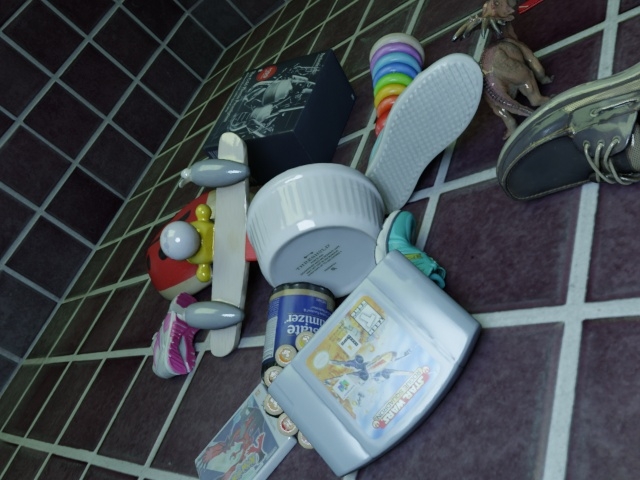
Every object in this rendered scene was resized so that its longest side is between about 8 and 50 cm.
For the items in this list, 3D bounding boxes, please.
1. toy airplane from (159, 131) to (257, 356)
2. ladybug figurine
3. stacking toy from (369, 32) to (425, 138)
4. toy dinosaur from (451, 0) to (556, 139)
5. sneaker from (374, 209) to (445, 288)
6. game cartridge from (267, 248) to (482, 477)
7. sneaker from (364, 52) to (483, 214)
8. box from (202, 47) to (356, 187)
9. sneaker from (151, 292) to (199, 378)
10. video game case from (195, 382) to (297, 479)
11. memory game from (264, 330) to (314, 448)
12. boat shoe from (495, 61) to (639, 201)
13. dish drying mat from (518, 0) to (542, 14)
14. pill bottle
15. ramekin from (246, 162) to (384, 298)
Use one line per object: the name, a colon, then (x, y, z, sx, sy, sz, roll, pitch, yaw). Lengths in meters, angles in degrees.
toy airplane: (-0.222, 0.010, 1.309, 0.384, 0.272, 0.386, -51, 56, 29)
ladybug figurine: (-0.351, 0.000, 1.666, 0.449, 0.162, 0.305, -36, 31, 23)
stacking toy: (0.180, -0.345, 1.390, 0.141, 0.141, 0.331, -26, 43, 37)
toy dinosaur: (0.324, -0.318, 1.054, 0.127, 0.200, 0.296, -26, 36, 36)
sneaker: (0.155, 0.061, 0.972, 0.109, 0.107, 0.276, -14, 46, 21)
game cartridge: (0.080, 0.183, 0.843, 0.297, 0.062, 0.198, -49, 59, 4)
sneaker: (0.180, -0.222, 1.119, 0.366, 0.135, 0.150, -55, 15, 42)
box: (-0.108, -0.338, 1.635, 0.312, 0.179, 0.344, -4, 50, 31)
sneaker: (-0.372, 0.239, 1.469, 0.111, 0.103, 0.252, -31, 32, 27)
video game case: (-0.142, 0.382, 1.051, 0.201, 0.023, 0.183, -50, 28, -1)
memory game: (-0.001, 0.232, 0.915, 0.186, 0.186, 0.012, -56, -16, -12)
boat shoe: (0.409, -0.151, 0.805, 0.355, 0.132, 0.130, -33, 32, 31)
dish drying mat: (0.482, -0.538, 1.298, 0.083, 0.008, 0.032, -25, 36, 38)
pill bottle: (-0.039, 0.193, 1.013, 0.122, 0.122, 0.219, -24, 50, 39)
ramekin: (0.000, 0.000, 1.079, 0.272, 0.272, 0.127, -36, 44, 24)
